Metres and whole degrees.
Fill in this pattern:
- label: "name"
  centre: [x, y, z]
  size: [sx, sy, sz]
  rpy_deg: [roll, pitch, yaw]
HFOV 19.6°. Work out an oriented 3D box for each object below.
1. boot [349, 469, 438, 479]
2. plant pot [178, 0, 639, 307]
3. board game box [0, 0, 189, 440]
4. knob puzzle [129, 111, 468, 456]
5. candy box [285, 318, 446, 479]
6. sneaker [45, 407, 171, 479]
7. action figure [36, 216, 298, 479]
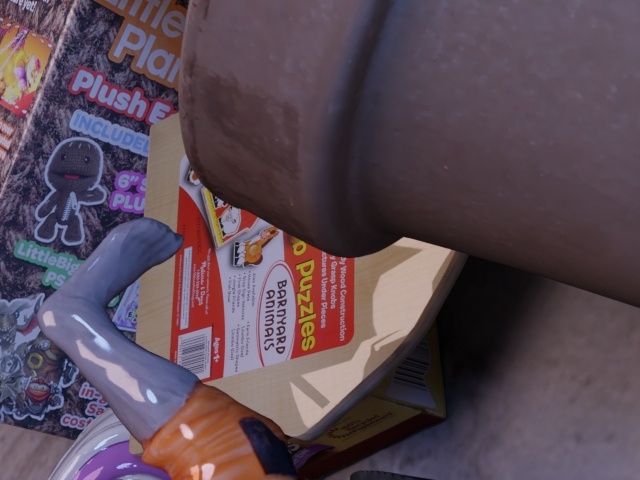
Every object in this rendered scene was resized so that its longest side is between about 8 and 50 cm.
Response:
- label: "boot"
  centre: [0.070, 0.167, 0.715]
  size: [0.198, 0.077, 0.137]
  rpy_deg: [7, 86, 55]
- label: "plant pot"
  centre: [0.118, -0.075, 0.595]
  size: [0.229, 0.263, 0.263]
  rpy_deg: [32, 104, 17]
- label: "board game box"
  centre: [-0.151, -0.064, 1.046]
  size: [0.232, 0.141, 0.291]
  rpy_deg: [32, 101, 55]
- label: "knob puzzle"
  centre: [0.000, 0.000, 0.826]
  size: [0.213, 0.030, 0.213]
  rpy_deg: [-19, 58, 33]
- label: "candy box"
  centre: [-0.001, 0.013, 0.890]
  size: [0.109, 0.053, 0.186]
  rpy_deg: [-31, 54, 41]
- label: "sneaker"
  centre: [-0.114, 0.219, 0.935]
  size: [0.152, 0.114, 0.305]
  rpy_deg: [-109, 39, -76]
- label: "action figure"
  centre: [-0.047, 0.212, 0.695]
  size: [0.330, 0.178, 0.341]
  rpy_deg: [61, 141, 33]
